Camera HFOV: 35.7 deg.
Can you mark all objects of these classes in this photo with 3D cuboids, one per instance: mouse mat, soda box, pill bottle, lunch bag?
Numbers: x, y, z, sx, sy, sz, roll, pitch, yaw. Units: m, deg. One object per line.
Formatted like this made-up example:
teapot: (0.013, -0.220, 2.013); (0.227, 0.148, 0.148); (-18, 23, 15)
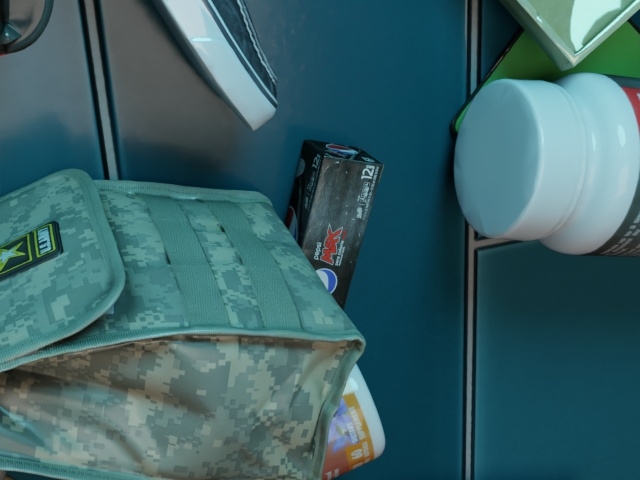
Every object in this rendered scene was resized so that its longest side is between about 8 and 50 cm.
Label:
mouse mat: (0.225, -0.141, 0.936); (0.152, 0.007, 0.190); (34, 97, -30)
soda box: (0.000, 0.000, 0.879); (0.060, 0.053, 0.169); (7, 108, -23)
pill bottle: (-0.061, 0.181, 0.892); (0.216, 0.121, 0.121); (-23, 118, -11)
lunch bag: (-0.150, 0.060, 0.741); (0.286, 0.235, 0.169); (5, 115, -24)
pill bottle: (0.276, -0.065, 0.891); (0.283, 0.161, 0.161); (2, 111, -23)

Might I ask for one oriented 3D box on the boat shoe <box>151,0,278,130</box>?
boat shoe: (-0.092, -0.225, 0.726); (0.102, 0.108, 0.301); (-32, 112, -5)

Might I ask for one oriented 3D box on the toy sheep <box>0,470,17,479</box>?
toy sheep: (-0.306, 0.182, 0.821); (0.091, 0.091, 0.132); (-50, 133, 4)

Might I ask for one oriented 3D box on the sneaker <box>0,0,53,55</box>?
sneaker: (-0.311, -0.177, 0.646); (0.276, 0.135, 0.098); (5, 105, -11)

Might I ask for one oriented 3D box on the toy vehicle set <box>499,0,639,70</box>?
toy vehicle set: (0.250, -0.292, 0.828); (0.267, 0.035, 0.166); (-42, 95, -1)
